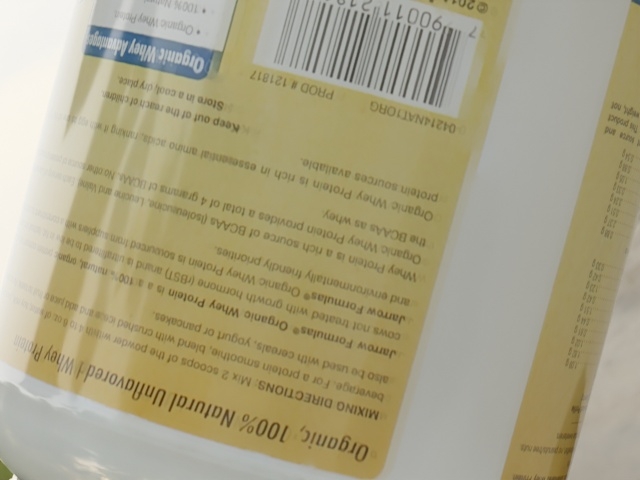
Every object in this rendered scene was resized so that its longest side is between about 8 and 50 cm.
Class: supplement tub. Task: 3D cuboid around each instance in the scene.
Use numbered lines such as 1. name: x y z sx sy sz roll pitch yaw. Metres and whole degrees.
1. supplement tub: 0.000 0.000 0.459 0.144 0.144 0.200 -113 38 -89
